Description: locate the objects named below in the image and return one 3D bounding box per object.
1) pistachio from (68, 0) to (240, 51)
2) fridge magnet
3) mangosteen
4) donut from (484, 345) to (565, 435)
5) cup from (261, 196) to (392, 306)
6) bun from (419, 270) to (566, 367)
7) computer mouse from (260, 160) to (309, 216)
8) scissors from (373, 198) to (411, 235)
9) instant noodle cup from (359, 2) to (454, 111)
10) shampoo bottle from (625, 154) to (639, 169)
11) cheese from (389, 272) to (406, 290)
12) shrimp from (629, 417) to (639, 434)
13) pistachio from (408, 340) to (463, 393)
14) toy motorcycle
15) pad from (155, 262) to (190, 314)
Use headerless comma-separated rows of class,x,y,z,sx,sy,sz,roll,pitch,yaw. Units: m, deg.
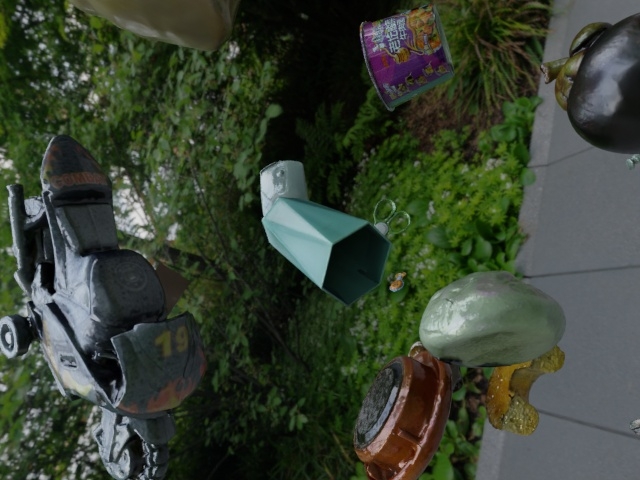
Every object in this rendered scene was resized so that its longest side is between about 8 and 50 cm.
pistachio,-0.257,-0.443,0.629,0.281,0.365,0.445,-38,56,-9
fridge magnet,0.203,0.436,1.147,0.363,0.155,0.363,-61,2,4
mangosteen,0.839,-0.434,1.261,0.382,0.382,0.435,-67,30,17
donut,0.505,0.355,1.168,0.259,0.101,0.152,-64,3,-5
cup,0.000,0.000,0.830,0.134,0.148,0.236,-51,39,-5
bun,0.357,0.153,0.989,0.293,0.293,0.187,126,147,-50
computer mouse,-0.093,-0.115,1.212,0.079,0.128,0.230,67,-171,-71
scissors,0.139,-0.011,1.190,0.204,0.101,0.027,-48,-6,4
instant noodle cup,0.241,-0.498,1.229,0.190,0.251,0.251,-15,46,25
shampoo bottle,1.014,-0.289,1.373,0.204,0.065,0.065,-36,23,10
cheese,0.257,0.138,1.519,0.111,0.047,0.017,-54,-50,-56
shrimp,0.814,0.430,1.091,0.046,0.152,0.219,67,148,29
pistachio,0.382,0.415,1.502,0.165,0.210,0.130,-44,2,15
toy motorcycle,-0.196,0.065,0.413,0.173,0.108,0.307,-40,74,31
pad,-0.484,0.173,1.366,0.006,0.113,0.187,5,61,59
